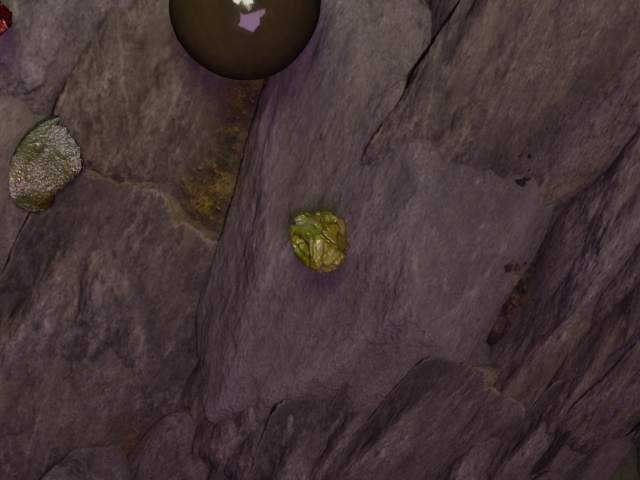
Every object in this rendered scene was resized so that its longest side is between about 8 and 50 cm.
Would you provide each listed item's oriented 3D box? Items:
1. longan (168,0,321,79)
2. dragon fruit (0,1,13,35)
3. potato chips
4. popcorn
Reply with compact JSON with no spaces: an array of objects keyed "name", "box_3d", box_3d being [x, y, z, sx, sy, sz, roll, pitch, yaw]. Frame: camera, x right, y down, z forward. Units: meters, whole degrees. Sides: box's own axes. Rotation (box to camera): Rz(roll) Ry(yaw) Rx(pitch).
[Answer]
[{"name":"longan","box_3d":[-0.126,-0.393,1.343,0.258,0.258,0.258,-7,124,-11]},{"name":"dragon fruit","box_3d":[-0.578,-0.363,1.286,0.127,0.161,0.120,-48,124,4]},{"name":"potato chips","box_3d":[-0.526,-0.142,1.523,0.142,0.026,0.209,0,121,-12]},{"name":"popcorn","box_3d":[0.000,0.000,1.692,0.126,0.145,0.125,-29,120,-5]}]
